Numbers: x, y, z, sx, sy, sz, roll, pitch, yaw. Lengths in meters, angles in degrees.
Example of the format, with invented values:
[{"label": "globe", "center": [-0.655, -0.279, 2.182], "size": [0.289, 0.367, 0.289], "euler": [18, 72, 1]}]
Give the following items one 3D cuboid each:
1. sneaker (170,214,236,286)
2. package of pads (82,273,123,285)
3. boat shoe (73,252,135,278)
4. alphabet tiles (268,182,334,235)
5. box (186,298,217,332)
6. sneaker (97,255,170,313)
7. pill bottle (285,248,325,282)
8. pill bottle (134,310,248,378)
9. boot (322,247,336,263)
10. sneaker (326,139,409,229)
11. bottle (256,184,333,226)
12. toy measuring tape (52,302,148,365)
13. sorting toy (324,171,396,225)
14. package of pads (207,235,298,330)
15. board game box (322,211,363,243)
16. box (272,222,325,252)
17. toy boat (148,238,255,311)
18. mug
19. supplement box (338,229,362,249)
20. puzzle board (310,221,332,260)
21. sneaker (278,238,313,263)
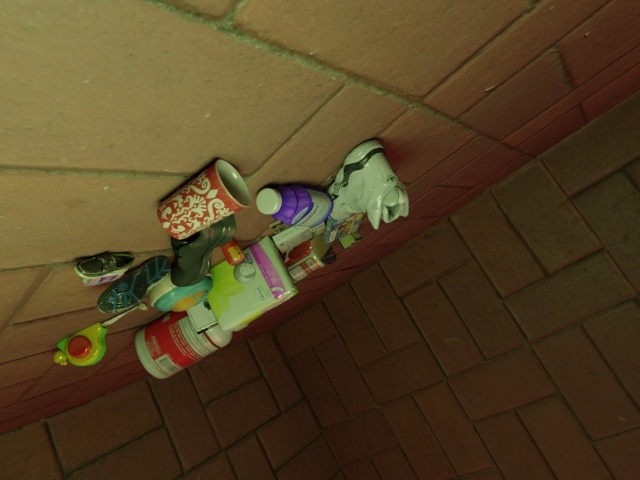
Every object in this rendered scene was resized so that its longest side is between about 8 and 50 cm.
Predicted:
[{"label": "sneaker", "center": [-0.337, 0.018, 1.146], "size": [0.130, 0.109, 0.286], "euler": [0, 137, -48]}, {"label": "package of pads", "center": [-0.541, 0.086, 1.104], "size": [0.050, 0.031, 0.083], "euler": [-34, 166, 32]}, {"label": "boat shoe", "center": [-0.498, 0.051, 1.030], "size": [0.049, 0.056, 0.152], "euler": [-38, 174, 17]}, {"label": "alphabet tiles", "center": [-0.009, -0.110, 1.515], "size": [0.343, 0.011, 0.285], "euler": [-28, 166, -1]}, {"label": "box", "center": [-0.358, 0.207, 1.651], "size": [0.290, 0.169, 0.087], "euler": [-26, 169, -19]}, {"label": "sneaker", "center": [-0.493, 0.126, 1.178], "size": [0.211, 0.080, 0.081], "euler": [-40, -174, -42]}, {"label": "pill bottle", "center": [-0.097, 0.109, 1.910], "size": [0.216, 0.121, 0.121], "euler": [-31, 167, 12]}, {"label": "pill bottle", "center": [-0.508, 0.364, 1.789], "size": [0.408, 0.228, 0.229], "euler": [-29, 167, 0]}, {"label": "boot", "center": [0.000, 0.000, 1.842], "size": [0.082, 0.106, 0.219], "euler": [-24, 138, -3]}, {"label": "sneaker", "center": [0.133, -0.112, 1.323], "size": [0.138, 0.210, 0.365], "euler": [-23, 161, -24]}, {"label": "bottle", "center": [-0.069, -0.098, 1.244], "size": [0.118, 0.092, 0.283], "euler": [-46, 160, 19]}, {"label": "toy measuring tape", "center": [-0.720, 0.330, 1.477], "size": [0.330, 0.121, 0.121], "euler": [-26, 167, -11]}, {"label": "sorting toy", "center": [0.154, -0.138, 1.638], "size": [0.229, 0.041, 0.307], "euler": [-26, 169, -31]}, {"label": "package of pads", "center": [-0.251, 0.158, 1.544], "size": [0.297, 0.229, 0.101], "euler": [-29, 167, 4]}, {"label": "board game box", "center": [0.083, -0.064, 1.607], "size": [0.136, 0.035, 0.201], "euler": [-24, 161, -16]}, {"label": "box", "center": [-0.073, -0.024, 1.596], "size": [0.186, 0.038, 0.145], "euler": [-29, 167, -3]}, {"label": "toy boat", "center": [-0.359, 0.128, 1.351], "size": [0.319, 0.148, 0.267], "euler": [-31, 174, 2]}, {"label": "mug", "center": [-0.241, -0.077, 0.950], "size": [0.169, 0.113, 0.150], "euler": [-29, 166, 15]}, {"label": "supplement box", "center": [0.125, -0.019, 1.972], "size": [0.083, 0.083, 0.056], "euler": [-40, 164, 35]}, {"label": "puzzle board", "center": [0.007, 0.002, 1.717], "size": [0.011, 0.096, 0.128], "euler": [0, -143, 34]}, {"label": "sneaker", "center": [-0.097, 0.036, 1.773], "size": [0.221, 0.086, 0.128], "euler": [-23, 180, 30]}]
